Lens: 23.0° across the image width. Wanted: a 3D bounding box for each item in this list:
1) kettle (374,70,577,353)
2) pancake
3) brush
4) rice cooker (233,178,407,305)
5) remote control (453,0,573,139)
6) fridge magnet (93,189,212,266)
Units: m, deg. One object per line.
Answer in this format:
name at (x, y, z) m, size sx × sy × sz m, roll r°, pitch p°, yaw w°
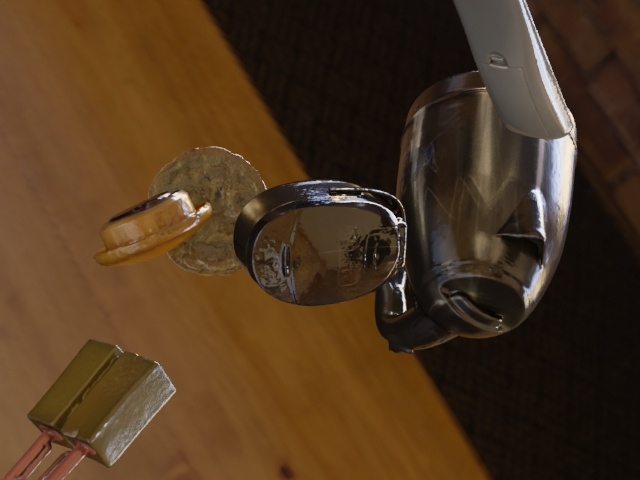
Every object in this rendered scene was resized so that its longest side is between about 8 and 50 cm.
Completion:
kettle at (0.174, -0.005, 1.993) m, size 0.228 × 0.321 × 0.324 m, roll 34°, pitch 44°, yaw -24°
pancake at (-0.131, -0.035, 1.863) m, size 0.158 × 0.028 × 0.158 m, roll 3°, pitch 80°, yaw -15°
brush at (-0.243, 0.198, 1.448) m, size 0.233 × 0.103 × 0.047 m, roll -51°, pitch 131°, yaw -25°
rice cooker at (0.000, 0.000, 1.513) m, size 0.165 × 0.106 × 0.112 m, roll -7°, pitch 112°, yaw -26°
remote control at (0.112, -0.123, 0.978) m, size 0.027 × 0.050 × 0.184 m, roll -60°, pitch 143°, yaw -24°
fridge magnet at (-0.189, -0.013, 1.752) m, size 0.143 × 0.143 × 0.063 m, roll -30°, pitch 99°, yaw -43°
